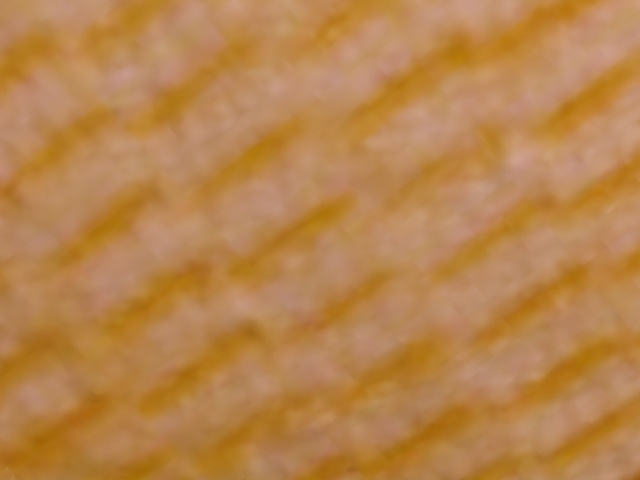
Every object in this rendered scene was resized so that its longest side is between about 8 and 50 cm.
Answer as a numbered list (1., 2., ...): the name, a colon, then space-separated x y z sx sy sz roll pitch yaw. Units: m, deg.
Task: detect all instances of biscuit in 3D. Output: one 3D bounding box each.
1. biscuit: 0.000 0.000 0.512 0.318 0.040 0.318 -3 122 -4
